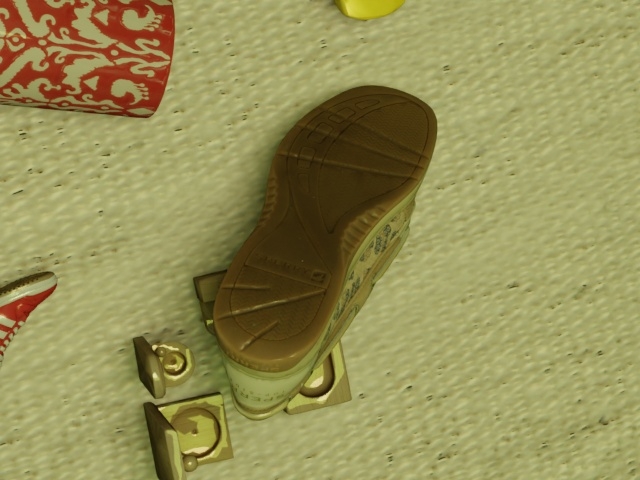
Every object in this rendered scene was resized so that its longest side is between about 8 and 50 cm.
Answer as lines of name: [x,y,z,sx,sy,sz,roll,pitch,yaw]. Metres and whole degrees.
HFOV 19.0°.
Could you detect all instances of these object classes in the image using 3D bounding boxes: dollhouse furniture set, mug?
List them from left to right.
mug: [-0.191,-0.159,1.325,0.169,0.113,0.150,8,93,-19]
dollhouse furniture set: [-0.049,0.095,1.366,0.151,0.123,0.144,-12,97,-10]

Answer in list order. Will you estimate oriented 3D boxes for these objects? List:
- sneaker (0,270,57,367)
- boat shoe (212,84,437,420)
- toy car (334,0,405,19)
sneaker: [-0.229,0.073,1.361,0.118,0.042,0.067,-29,97,-5]
boat shoe: [0.000,0.000,1.367,0.105,0.089,0.285,22,52,14]
toy car: [-0.014,-0.299,1.395,0.225,0.053,0.239,19,88,-16]
